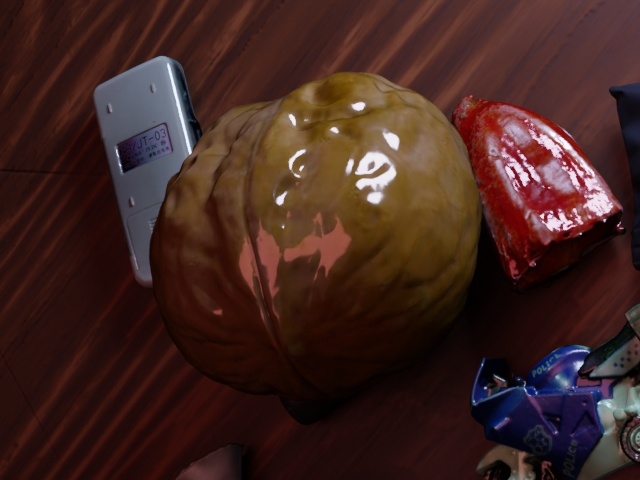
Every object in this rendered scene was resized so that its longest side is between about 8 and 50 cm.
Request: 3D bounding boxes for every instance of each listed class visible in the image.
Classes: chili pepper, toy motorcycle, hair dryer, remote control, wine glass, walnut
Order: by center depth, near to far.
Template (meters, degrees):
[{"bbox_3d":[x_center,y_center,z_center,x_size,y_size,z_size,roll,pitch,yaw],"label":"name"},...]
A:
[{"bbox_3d":[0.286,0.167,1.416,0.331,0.125,0.196,-39,68,22],"label":"toy motorcycle"},{"bbox_3d":[0.000,0.000,1.429,0.354,0.398,0.308,-21,117,28],"label":"walnut"},{"bbox_3d":[0.231,-0.076,1.485,0.144,0.136,0.252,-55,49,45],"label":"chili pepper"},{"bbox_3d":[-0.094,0.345,1.593,0.122,0.122,0.183,-45,69,15],"label":"wine glass"},{"bbox_3d":[-0.026,0.093,1.626,0.128,0.070,0.255,-40,60,18],"label":"hair dryer"},{"bbox_3d":[-0.208,-0.087,1.739,0.140,0.056,0.296,-22,75,25],"label":"remote control"}]

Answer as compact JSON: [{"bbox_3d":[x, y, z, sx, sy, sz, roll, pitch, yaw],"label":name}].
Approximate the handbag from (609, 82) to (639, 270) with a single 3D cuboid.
[{"bbox_3d":[0.436,-0.087,1.388,0.254,0.089,0.211,-9,74,24],"label":"handbag"}]
